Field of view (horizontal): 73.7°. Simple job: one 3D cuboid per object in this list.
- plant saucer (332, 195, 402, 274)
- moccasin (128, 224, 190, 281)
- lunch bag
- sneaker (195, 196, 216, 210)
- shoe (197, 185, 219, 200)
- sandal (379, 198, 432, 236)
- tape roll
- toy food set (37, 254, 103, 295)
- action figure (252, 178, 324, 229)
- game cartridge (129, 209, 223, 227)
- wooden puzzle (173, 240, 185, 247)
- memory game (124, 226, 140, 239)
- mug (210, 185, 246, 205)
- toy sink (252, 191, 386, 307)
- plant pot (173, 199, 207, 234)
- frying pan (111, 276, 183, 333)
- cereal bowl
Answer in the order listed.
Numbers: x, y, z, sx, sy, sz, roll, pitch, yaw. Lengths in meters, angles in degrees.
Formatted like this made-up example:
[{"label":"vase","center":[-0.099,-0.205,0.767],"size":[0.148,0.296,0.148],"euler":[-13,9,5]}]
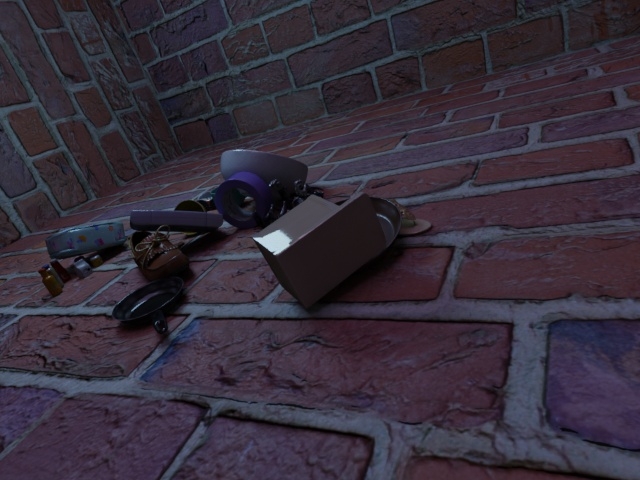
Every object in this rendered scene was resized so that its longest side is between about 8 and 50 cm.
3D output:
[{"label":"plant saucer","center":[0.057,-0.003,1.076],"size":[0.311,0.050,0.310],"euler":[-17,33,11]},{"label":"moccasin","center":[-0.530,0.034,1.377],"size":[0.139,0.146,0.380],"euler":[-30,25,-23]},{"label":"lunch bag","center":[-0.957,0.001,1.756],"size":[0.279,0.107,0.224],"euler":[-17,3,-44]},{"label":"sneaker","center":[-0.487,-0.168,1.921],"size":[0.161,0.057,0.075],"euler":[-8,9,27]},{"label":"shoe","center":[-0.511,-0.215,2.022],"size":[0.178,0.063,0.081],"euler":[-29,23,-33]},{"label":"sandal","center":[0.181,-0.072,1.142],"size":[0.088,0.079,0.240],"euler":[-34,27,-29]},{"label":"tape roll","center":[-0.270,-0.141,1.508],"size":[0.189,0.188,0.080],"euler":[-9,26,23]},{"label":"toy food set","center":[-0.949,0.101,1.608],"size":[0.111,0.104,0.232],"euler":[-4,28,31]},{"label":"action figure","center":[-0.097,-0.142,1.441],"size":[0.164,0.140,0.275],"euler":[-1,33,39]},{"label":"game cartridge","center":[-0.499,-0.064,1.480],"size":[0.297,0.062,0.198],"euler":[1,-2,-23]},{"label":"wooden puzzle","center":[-0.537,0.023,1.584],"size":[0.049,0.006,0.083],"euler":[-4,28,32]},{"label":"memory game","center":[-0.879,-0.034,1.968],"size":[0.186,0.012,0.186],"euler":[-17,24,8]},{"label":"mug","center":[-0.373,-0.184,1.796],"size":[0.158,0.097,0.129],"euler":[-9,25,22]},{"label":"toy sink","center":[0.000,0.000,0.927],"size":[0.234,0.152,0.131],"euler":[-37,34,-15]},{"label":"plant pot","center":[-0.493,-0.090,1.672],"size":[0.134,0.134,0.095],"euler":[-16,0,9]},{"label":"frying pan","center":[-0.413,0.167,1.118],"size":[0.326,0.053,0.197],"euler":[4,33,40]},{"label":"cereal bowl","center":[-0.222,-0.237,1.647],"size":[0.339,0.141,0.339],"euler":[8,-4,1]}]
